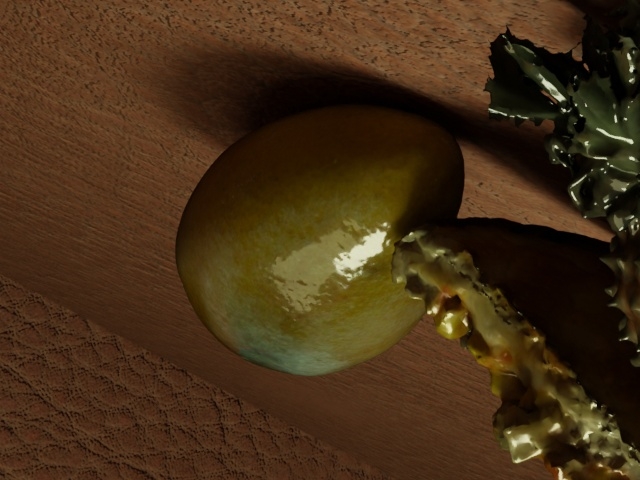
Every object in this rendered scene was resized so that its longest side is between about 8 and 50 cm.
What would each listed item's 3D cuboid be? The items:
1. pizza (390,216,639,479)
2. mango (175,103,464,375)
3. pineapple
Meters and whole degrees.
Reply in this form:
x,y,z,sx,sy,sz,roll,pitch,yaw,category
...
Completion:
x,y,z,sx,sy,sz,roll,pitch,yaw,category
0.259,0.164,1.251,0.440,0.406,0.130,16,129,-19,pizza
0.000,0.000,1.433,0.221,0.199,0.384,32,152,-12,mango
0.236,-0.016,1.084,0.175,0.175,0.361,11,147,42,pineapple
